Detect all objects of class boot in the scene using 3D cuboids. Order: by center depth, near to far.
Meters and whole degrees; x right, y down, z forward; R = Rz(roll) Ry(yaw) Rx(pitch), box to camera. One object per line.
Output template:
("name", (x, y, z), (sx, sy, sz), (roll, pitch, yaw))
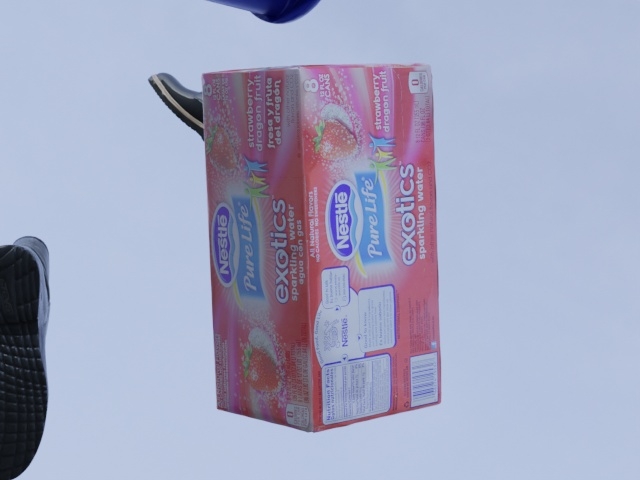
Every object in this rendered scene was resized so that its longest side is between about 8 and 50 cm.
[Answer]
("boot", (-0.308, 0.118, 1.514), (0.083, 0.247, 0.161), (5, -1, -2))
("boot", (-0.134, -0.204, 2.076), (0.198, 0.137, 0.077), (42, 3, 11))

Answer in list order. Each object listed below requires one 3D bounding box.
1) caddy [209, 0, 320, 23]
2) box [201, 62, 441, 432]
("caddy", (-0.066, -0.408, 1.600), (0.241, 0.179, 0.341), (-23, -112, 53))
("box", (0.000, 0.000, 1.263), (0.142, 0.154, 0.300), (5, -80, 50))
